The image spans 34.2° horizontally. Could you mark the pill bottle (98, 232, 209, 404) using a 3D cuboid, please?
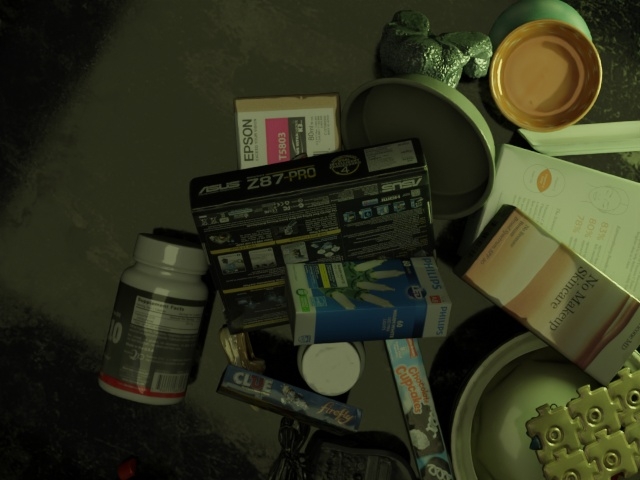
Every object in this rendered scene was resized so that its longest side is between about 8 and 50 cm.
[{"bbox_3d":[-0.292,0.138,1.866,0.161,0.161,0.283,13,94,0],"label":"pill bottle"}]

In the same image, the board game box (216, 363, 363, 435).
[{"bbox_3d":[-0.058,0.280,1.814,0.243,0.165,0.042,20,76,-4],"label":"board game box"}]

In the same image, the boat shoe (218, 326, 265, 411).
[{"bbox_3d":[-0.131,0.232,1.920,0.059,0.063,0.170,-23,93,8],"label":"boat shoe"}]

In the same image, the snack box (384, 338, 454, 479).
[{"bbox_3d":[0.175,0.300,1.860,0.060,0.187,0.322,-15,94,1],"label":"snack box"}]

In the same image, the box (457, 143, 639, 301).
[{"bbox_3d":[0.443,-0.022,1.845,0.345,0.168,0.215,17,94,0],"label":"box"}]

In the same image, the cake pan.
[{"bbox_3d":[0.172,-0.165,1.776,0.293,0.293,0.054,40,55,-2],"label":"cake pan"}]

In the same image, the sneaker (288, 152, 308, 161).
[{"bbox_3d":[-0.065,-0.077,1.813,0.161,0.057,0.075,-42,88,1],"label":"sneaker"}]

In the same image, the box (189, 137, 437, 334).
[{"bbox_3d":[0.000,0.000,1.798,0.394,0.097,0.318,-11,132,1],"label":"box"}]

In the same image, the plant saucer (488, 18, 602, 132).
[{"bbox_3d":[0.398,-0.293,1.855,0.199,0.037,0.200,0,98,1],"label":"plant saucer"}]

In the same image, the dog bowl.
[{"bbox_3d":[0.408,0.346,1.851,0.407,0.150,0.408,0,89,-8],"label":"dog bowl"}]

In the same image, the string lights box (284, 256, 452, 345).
[{"bbox_3d":[0.076,0.100,1.747,0.259,0.133,0.077,-3,127,-9],"label":"string lights box"}]

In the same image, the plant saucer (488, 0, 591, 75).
[{"bbox_3d":[0.401,-0.348,1.889,0.194,0.037,0.195,0,93,0],"label":"plant saucer"}]

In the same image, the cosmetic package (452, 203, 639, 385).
[{"bbox_3d":[0.382,0.086,1.705,0.296,0.129,0.153,35,94,-3],"label":"cosmetic package"}]

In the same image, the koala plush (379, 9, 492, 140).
[{"bbox_3d":[0.170,-0.264,1.835,0.196,0.203,0.221,23,120,15],"label":"koala plush"}]

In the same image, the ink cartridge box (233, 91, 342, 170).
[{"bbox_3d":[-0.055,-0.146,1.881,0.193,0.088,0.235,-4,95,0],"label":"ink cartridge box"}]

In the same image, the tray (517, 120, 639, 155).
[{"bbox_3d":[0.496,-0.180,1.849,0.270,0.145,0.030,-4,107,0],"label":"tray"}]

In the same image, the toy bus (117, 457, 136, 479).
[{"bbox_3d":[-0.368,0.522,1.918,0.191,0.202,0.104,-45,123,-4],"label":"toy bus"}]

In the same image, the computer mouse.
[{"bbox_3d":[0.049,0.420,1.933,0.272,0.072,0.189,14,93,10],"label":"computer mouse"}]

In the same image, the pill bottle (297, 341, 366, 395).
[{"bbox_3d":[0.019,0.202,1.837,0.121,0.221,0.121,0,94,0],"label":"pill bottle"}]

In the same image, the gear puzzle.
[{"bbox_3d":[0.512,0.313,1.776,0.338,0.044,0.176,-22,91,-12],"label":"gear puzzle"}]
